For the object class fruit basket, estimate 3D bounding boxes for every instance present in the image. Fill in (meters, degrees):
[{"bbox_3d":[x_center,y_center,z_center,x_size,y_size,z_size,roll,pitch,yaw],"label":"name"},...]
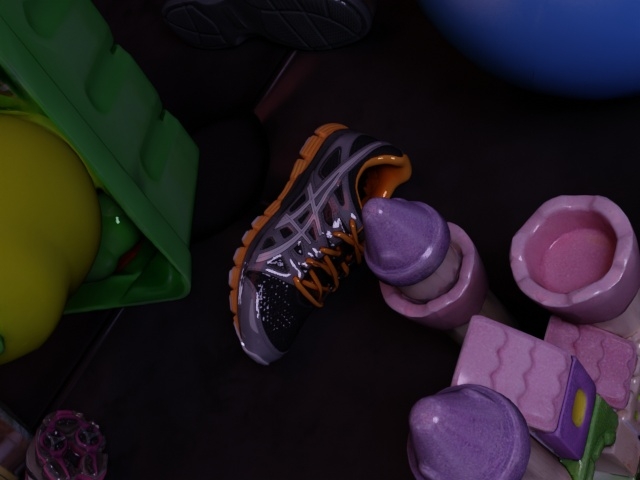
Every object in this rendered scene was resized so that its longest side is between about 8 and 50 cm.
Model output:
[{"bbox_3d":[-0.278,-0.042,0.744,0.282,0.392,0.392,-9,58,30],"label":"fruit basket"}]

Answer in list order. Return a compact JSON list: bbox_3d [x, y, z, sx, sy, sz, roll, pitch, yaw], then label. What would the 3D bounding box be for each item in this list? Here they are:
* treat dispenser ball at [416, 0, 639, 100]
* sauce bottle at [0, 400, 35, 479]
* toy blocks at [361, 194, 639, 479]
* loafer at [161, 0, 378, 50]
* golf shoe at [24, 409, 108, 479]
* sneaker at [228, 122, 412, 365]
[{"bbox_3d":[0.187,-0.237,0.601,0.288,0.288,0.288,-17,54,25],"label":"treat dispenser ball"},{"bbox_3d":[-0.385,0.268,0.753,0.111,0.111,0.344,23,65,41],"label":"sauce bottle"},{"bbox_3d":[0.122,0.109,0.447,0.309,0.260,0.289,4,64,36],"label":"toy blocks"},{"bbox_3d":[-0.050,-0.247,0.907,0.267,0.096,0.084,8,62,40],"label":"loafer"},{"bbox_3d":[-0.195,0.233,0.730,0.086,0.067,0.186,-55,42,36],"label":"golf shoe"},{"bbox_3d":[0.000,0.000,0.723,0.083,0.084,0.215,13,69,34],"label":"sneaker"}]
